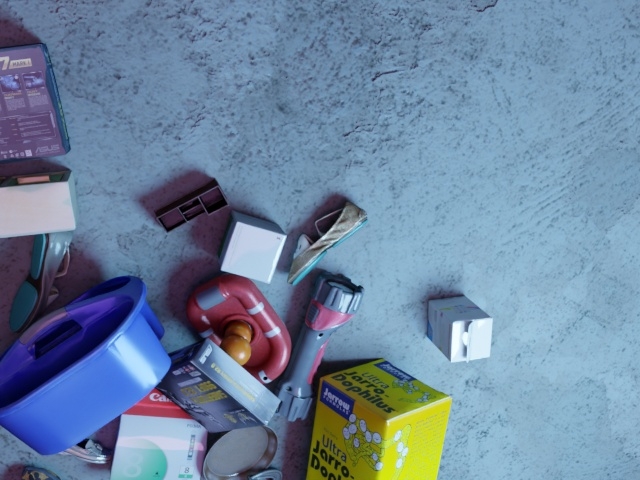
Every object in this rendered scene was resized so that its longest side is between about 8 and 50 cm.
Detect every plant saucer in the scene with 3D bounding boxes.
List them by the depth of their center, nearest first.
[{"bbox_3d":[-0.169,0.442,1.412,0.168,0.029,0.168,-15,124,-24],"label":"plant saucer"}]

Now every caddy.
[{"bbox_3d":[-0.427,0.199,1.173,0.341,0.241,0.179,-34,119,-4],"label":"caddy"}]

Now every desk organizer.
[{"bbox_3d":[-0.236,-0.060,1.244,0.130,0.050,0.047,-29,112,-5],"label":"desk organizer"}]

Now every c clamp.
[{"bbox_3d":[-0.153,0.554,1.452,0.137,0.022,0.160,23,102,-41],"label":"c clamp"}]

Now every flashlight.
[{"bbox_3d":[-0.007,0.218,1.376,0.103,0.103,0.304,21,105,5],"label":"flashlight"}]

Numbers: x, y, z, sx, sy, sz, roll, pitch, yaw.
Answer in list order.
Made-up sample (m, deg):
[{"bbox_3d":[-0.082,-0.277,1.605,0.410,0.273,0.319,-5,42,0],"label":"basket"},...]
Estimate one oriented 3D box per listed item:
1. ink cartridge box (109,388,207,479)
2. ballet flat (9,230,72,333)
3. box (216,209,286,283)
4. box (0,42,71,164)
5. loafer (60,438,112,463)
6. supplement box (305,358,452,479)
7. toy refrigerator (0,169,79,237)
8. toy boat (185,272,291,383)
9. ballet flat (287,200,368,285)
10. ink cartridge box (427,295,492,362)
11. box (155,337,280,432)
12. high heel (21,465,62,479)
[{"bbox_3d":[-0.313,0.379,1.361,0.181,0.056,0.224,9,105,-19],"label":"ink cartridge box"},{"bbox_3d":[-0.492,0.074,1.209,0.068,0.072,0.213,7,110,-49],"label":"ballet flat"},{"bbox_3d":[-0.131,0.012,1.275,0.102,0.087,0.101,17,102,-20],"label":"box"},{"bbox_3d":[-0.548,-0.215,1.104,0.233,0.059,0.183,-11,110,-11],"label":"box"},{"bbox_3d":[-0.469,0.405,1.331,0.125,0.045,0.039,19,94,-17],"label":"loafer"},{"bbox_3d":[0.108,0.458,1.393,0.195,0.194,0.356,-7,110,-42],"label":"supplement box"},{"bbox_3d":[-0.552,-0.059,1.129,0.269,0.102,0.094,-6,108,-13],"label":"toy refrigerator"},{"bbox_3d":[-0.154,0.184,1.276,0.151,0.151,0.231,-28,113,14],"label":"toy boat"},{"bbox_3d":[0.000,0.000,1.330,0.206,0.073,0.067,-41,85,-3],"label":"ballet flat"},{"bbox_3d":[0.293,0.187,1.417,0.090,0.143,0.092,-6,109,-14],"label":"ink cartridge box"},{"bbox_3d":[-0.208,0.277,1.261,0.183,0.231,0.056,45,54,-15],"label":"box"},{"bbox_3d":[-0.594,0.569,1.341,0.261,0.093,0.186,-36,95,7],"label":"high heel"}]
